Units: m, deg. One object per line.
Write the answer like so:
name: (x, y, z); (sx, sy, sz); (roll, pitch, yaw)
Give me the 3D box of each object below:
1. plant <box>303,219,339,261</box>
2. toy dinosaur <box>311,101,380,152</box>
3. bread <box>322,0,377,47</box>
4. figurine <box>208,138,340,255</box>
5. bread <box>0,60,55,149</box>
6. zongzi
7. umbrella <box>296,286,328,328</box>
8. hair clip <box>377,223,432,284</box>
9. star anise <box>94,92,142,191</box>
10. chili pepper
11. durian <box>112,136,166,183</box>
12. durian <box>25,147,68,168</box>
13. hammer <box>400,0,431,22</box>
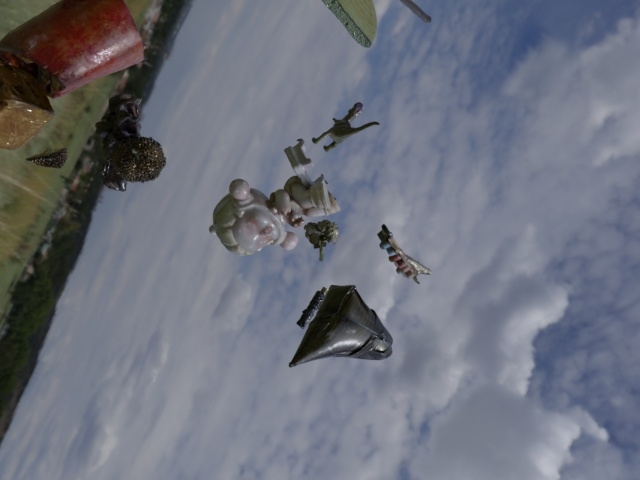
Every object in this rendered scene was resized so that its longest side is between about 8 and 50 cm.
plant: (0.000, 0.000, 1.814); (0.116, 0.105, 0.121); (-12, 107, -84)
toy dinosaur: (0.073, -0.339, 1.941); (0.200, 0.072, 0.251); (-35, -166, 13)
bread: (0.045, -0.464, 1.205); (0.036, 0.193, 0.112); (-12, -134, 44)
figurine: (-0.105, -0.063, 1.210); (0.257, 0.182, 0.144); (-27, -111, 8)
bread: (-0.715, -0.306, 1.456); (0.143, 0.158, 0.149); (-38, -114, 10)
zongzi: (0.056, 0.249, 1.463); (0.112, 0.221, 0.242); (-12, -142, 49)
umbrella: (-0.024, 0.202, 1.941); (0.144, 0.037, 0.040); (-56, 163, -13)
hair clip: (0.164, 0.035, 1.336); (0.056, 0.214, 0.062); (-40, -135, 10)
star anise: (-0.432, -0.212, 1.363); (0.220, 0.099, 0.214); (-14, -112, 63)
chili pepper: (-0.590, -0.460, 1.554); (0.251, 0.229, 0.305); (32, -116, 29)
durian: (-0.275, -0.124, 0.965); (0.091, 0.080, 0.080); (82, 32, -81)
durian: (-0.707, -0.223, 1.681); (0.052, 0.066, 0.130); (-57, 171, 31)
hammer: (0.251, -0.672, 1.816); (0.125, 0.297, 0.027); (-1, -93, 28)
